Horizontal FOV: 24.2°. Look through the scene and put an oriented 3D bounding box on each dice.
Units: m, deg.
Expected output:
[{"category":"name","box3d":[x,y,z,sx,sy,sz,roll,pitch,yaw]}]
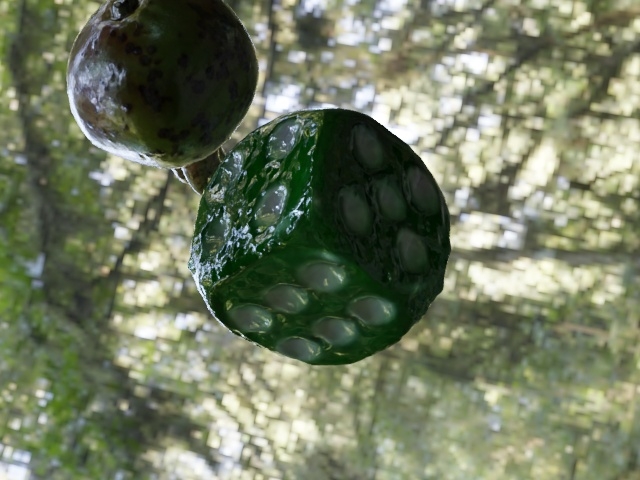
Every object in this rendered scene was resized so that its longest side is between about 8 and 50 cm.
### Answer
[{"category":"dice","box3d":[0.000,0.000,0.970,0.131,0.128,0.120,35,-134,-31]}]

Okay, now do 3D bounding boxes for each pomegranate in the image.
[{"category":"pomegranate","box3d":[-0.125,-0.120,1.235,0.205,0.159,0.159,71,-144,-50]}]
